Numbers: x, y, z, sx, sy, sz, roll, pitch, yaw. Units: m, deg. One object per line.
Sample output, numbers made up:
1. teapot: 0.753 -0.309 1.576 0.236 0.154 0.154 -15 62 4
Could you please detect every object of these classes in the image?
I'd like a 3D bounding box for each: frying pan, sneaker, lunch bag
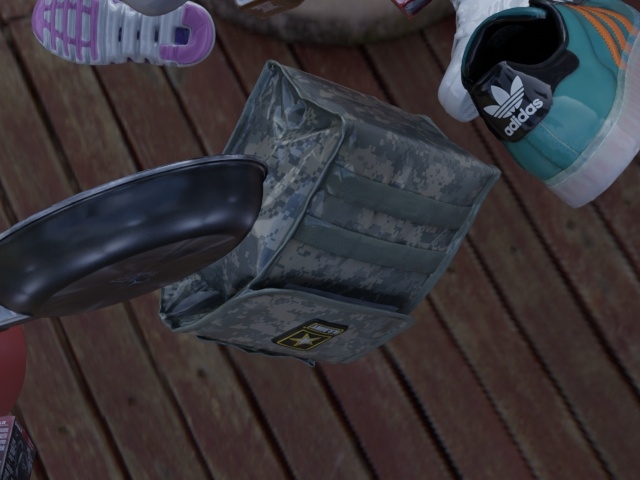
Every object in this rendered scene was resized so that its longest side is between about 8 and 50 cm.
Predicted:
1. frying pan: -0.180 0.024 0.854 0.326 0.197 0.053 -22 80 -2
2. sneaker: 0.172 -0.139 1.023 0.121 0.108 0.302 39 25 -10
3. lunch bag: 0.000 0.000 1.368 0.169 0.235 0.287 44 111 43
4. sneaker: -0.242 -0.261 1.739 0.236 0.104 0.095 8 95 6
5. sneaker: 0.182 -0.278 1.703 0.169 0.108 0.292 29 60 16

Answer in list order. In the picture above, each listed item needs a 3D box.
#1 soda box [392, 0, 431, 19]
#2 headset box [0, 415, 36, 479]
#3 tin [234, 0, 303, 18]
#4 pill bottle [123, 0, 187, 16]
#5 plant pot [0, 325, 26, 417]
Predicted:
1. soda box: 0.024 -0.333 1.308 0.083 0.092 0.263 -43 87 8
2. headset box: -0.300 0.212 1.316 0.032 0.062 0.083 -5 49 9
3. tin: -0.051 -0.323 1.639 0.040 0.190 0.106 11 84 -26
4. pill bottle: -0.189 -0.350 0.894 0.392 0.224 0.224 40 66 -3
5. plant pot: -0.450 0.124 1.463 0.275 0.243 0.275 -2 82 12
